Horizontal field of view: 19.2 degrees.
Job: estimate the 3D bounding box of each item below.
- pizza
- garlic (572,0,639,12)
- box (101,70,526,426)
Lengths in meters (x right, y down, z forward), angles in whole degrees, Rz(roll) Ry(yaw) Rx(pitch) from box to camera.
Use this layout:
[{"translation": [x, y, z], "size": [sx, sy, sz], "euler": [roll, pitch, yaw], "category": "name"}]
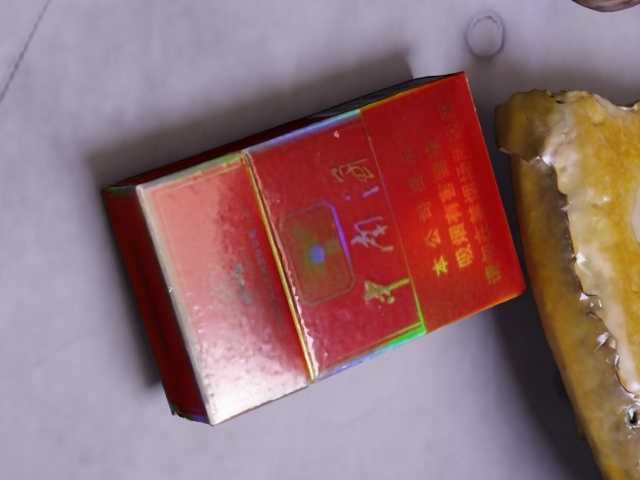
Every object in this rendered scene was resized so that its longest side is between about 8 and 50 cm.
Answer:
[{"translation": [0.195, 0.052, 0.949], "size": [0.223, 0.089, 0.323], "euler": [-32, 101, -40], "category": "pizza"}, {"translation": [0.175, -0.173, 0.890], "size": [0.147, 0.159, 0.102], "euler": [40, 34, -54], "category": "garlic"}, {"translation": [0.000, 0.000, 0.850], "size": [0.175, 0.048, 0.112], "euler": [-22, 101, -27], "category": "box"}]
